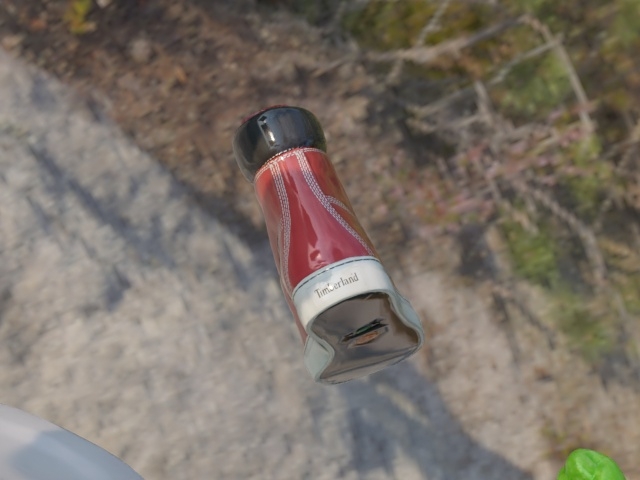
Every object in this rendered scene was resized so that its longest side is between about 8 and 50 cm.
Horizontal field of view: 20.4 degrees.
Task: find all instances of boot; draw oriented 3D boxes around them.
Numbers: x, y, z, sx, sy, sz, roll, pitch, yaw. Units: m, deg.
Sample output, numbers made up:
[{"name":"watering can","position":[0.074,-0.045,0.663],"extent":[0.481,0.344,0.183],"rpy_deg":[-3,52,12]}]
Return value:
[{"name":"boot","position":[0.000,0.000,1.267],"extent":[0.088,0.244,0.176],"rpy_deg":[-23,69,-2]}]

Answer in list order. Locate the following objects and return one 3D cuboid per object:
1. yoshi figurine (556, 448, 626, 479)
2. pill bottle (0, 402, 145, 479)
[{"name":"yoshi figurine","position":[0.144,0.210,1.019],"extent":[0.204,0.362,0.203],"rpy_deg":[4,64,-25]},{"name":"pill bottle","position":[-0.201,0.234,0.900],"extent":[0.160,0.160,0.283],"rpy_deg":[17,100,-36]}]
